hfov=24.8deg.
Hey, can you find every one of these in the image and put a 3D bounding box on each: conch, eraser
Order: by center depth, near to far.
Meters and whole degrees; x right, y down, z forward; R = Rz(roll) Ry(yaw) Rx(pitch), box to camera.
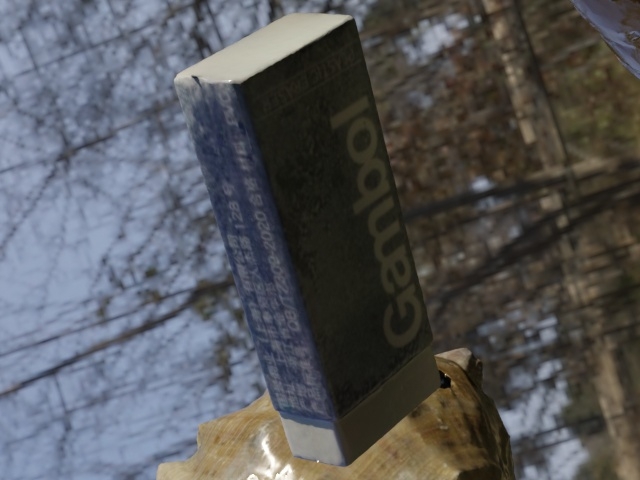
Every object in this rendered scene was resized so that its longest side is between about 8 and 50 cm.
[{"bbox_3d":[0.000,0.000,0.725,0.092,0.046,0.212,-36,-61,-40],"label":"eraser"},{"bbox_3d":[0.032,0.157,0.993,0.263,0.324,0.186,9,-103,-29],"label":"conch"}]

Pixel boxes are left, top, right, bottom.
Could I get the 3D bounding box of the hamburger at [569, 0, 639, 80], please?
[{"bbox_3d":[0.254,-0.253,1.137,0.318,0.158,0.318,48,-156,-29],"label":"hamburger"}]
